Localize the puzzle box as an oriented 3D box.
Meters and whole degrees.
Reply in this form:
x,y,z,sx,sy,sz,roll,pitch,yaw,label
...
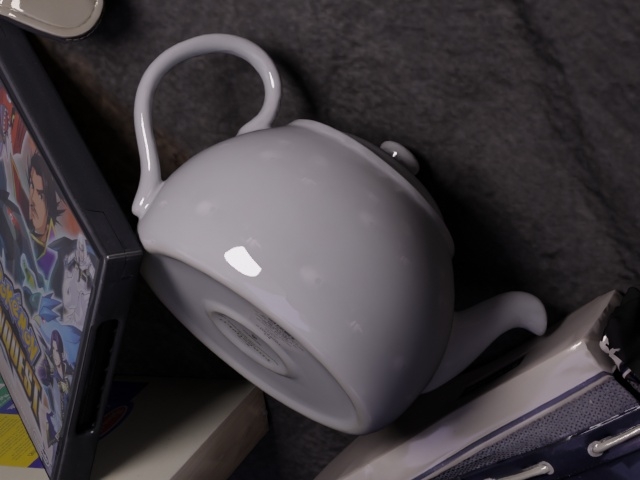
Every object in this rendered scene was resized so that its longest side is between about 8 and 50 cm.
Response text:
x,y,z,sx,sy,sz,roll,pitch,yaw,label
-0.244,0.217,1.443,0.272,0.409,0.052,0,113,26,puzzle box

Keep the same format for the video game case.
x,y,z,sx,sy,sz,roll,pitch,yaw,label
-0.219,0.008,1.412,0.275,0.035,0.248,58,144,37,video game case

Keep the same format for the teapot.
x,y,z,sx,sy,sz,roll,pitch,yaw,label
0.000,0.000,1.321,0.252,0.187,0.256,25,160,36,teapot

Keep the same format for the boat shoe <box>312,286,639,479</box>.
x,y,z,sx,sy,sz,roll,pitch,yaw,label
0.146,0.178,1.405,0.340,0.127,0.158,-33,98,38,boat shoe

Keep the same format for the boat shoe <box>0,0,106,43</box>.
x,y,z,sx,sy,sz,roll,pitch,yaw,label
-0.253,-0.203,1.359,0.206,0.065,0.075,27,87,0,boat shoe
